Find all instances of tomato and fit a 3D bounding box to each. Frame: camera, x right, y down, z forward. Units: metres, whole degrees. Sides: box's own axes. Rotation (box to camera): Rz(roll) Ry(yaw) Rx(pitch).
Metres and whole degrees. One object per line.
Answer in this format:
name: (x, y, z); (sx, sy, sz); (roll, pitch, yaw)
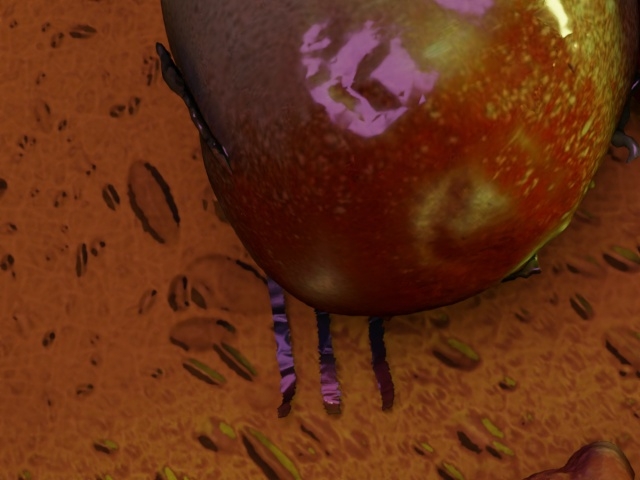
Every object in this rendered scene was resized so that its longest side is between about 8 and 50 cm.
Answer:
tomato: (0.034, -0.108, 0.993); (0.303, 0.239, 0.303); (-10, 66, 24)

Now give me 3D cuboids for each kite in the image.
kite: (0.000, 0.001, 1.111); (0.141, 0.015, 0.245); (-8, 67, 9)

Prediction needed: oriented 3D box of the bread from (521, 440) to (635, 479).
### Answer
bread: (0.120, 0.245, 0.952); (0.244, 0.123, 0.190); (-35, 71, -1)

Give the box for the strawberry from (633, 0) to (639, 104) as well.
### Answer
strawberry: (0.278, -0.193, 1.005); (0.261, 0.261, 0.257); (28, 75, 18)
